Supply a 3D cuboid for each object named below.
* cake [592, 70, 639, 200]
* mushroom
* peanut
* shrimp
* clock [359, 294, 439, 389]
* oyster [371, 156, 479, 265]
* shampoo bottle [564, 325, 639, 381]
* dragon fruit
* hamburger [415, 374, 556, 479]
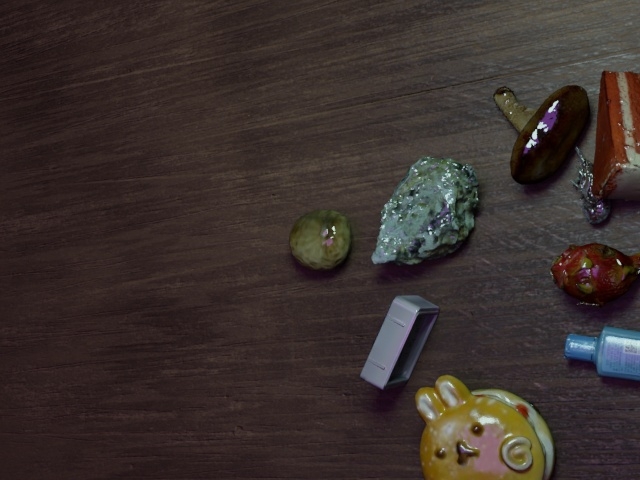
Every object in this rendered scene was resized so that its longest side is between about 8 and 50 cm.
[{"bbox_3d":[0.621,-0.191,1.818,0.158,0.159,0.262,6,54,0],"label":"cake"},{"bbox_3d":[0.428,-0.242,1.918,0.227,0.148,0.217,-54,47,4],"label":"mushroom"},{"bbox_3d":[0.000,0.000,2.116,0.159,0.109,0.140,-2,75,38],"label":"peanut"},{"bbox_3d":[0.545,-0.115,1.871,0.065,0.056,0.165,-28,71,29],"label":"shrimp"},{"bbox_3d":[0.173,0.219,1.986,0.063,0.150,0.197,27,98,25],"label":"clock"},{"bbox_3d":[0.231,-0.050,1.976,0.198,0.112,0.267,18,100,8],"label":"oyster"},{"bbox_3d":[0.612,0.226,1.809,0.258,0.061,0.104,7,90,27],"label":"shampoo bottle"},{"bbox_3d":[0.581,0.055,1.815,0.246,0.125,0.125,-16,109,6],"label":"dragon fruit"},{"bbox_3d":[0.324,0.417,1.876,0.261,0.186,0.302,-26,73,23],"label":"hamburger"}]
